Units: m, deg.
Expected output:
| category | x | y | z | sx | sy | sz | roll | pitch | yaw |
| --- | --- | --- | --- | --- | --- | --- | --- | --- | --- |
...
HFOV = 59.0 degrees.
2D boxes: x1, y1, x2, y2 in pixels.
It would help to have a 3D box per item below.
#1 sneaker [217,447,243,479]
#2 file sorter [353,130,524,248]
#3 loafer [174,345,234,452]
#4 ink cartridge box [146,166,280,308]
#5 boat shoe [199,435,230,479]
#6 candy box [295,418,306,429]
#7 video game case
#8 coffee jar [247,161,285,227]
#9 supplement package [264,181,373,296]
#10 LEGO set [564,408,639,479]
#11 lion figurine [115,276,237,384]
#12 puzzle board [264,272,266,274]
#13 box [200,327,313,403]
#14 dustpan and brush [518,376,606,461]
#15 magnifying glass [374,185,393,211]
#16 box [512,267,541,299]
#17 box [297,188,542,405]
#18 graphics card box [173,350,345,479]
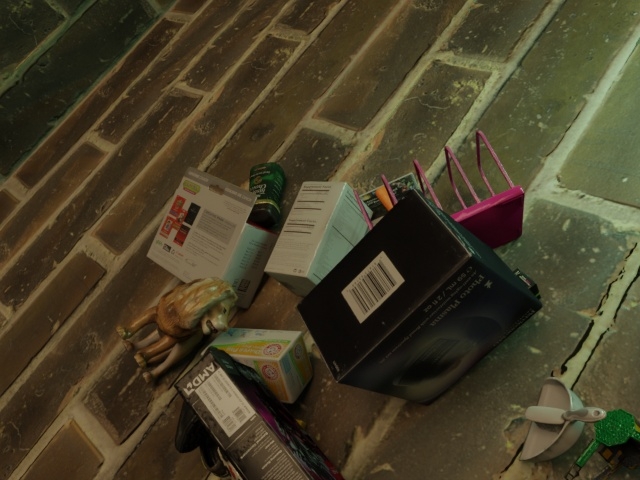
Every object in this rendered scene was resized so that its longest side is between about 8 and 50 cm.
| category | x | y | z | sx | sy | sz | roll | pitch | yaw |
| --- | --- | --- | --- | --- | --- | --- | --- | --- | --- |
| sneaker | -0.134 | 0.449 | 1.090 | 0.071 | 0.068 | 0.170 | -16 | 53 | -32 |
| file sorter | 0.235 | -0.062 | 1.155 | 0.290 | 0.202 | 0.182 | -25 | 63 | 7 |
| loafer | -0.243 | 0.324 | 1.153 | 0.078 | 0.076 | 0.223 | 27 | 96 | 40 |
| ink cartridge box | -0.266 | -0.015 | 1.446 | 0.309 | 0.130 | 0.272 | 26 | 92 | 39 |
| boat shoe | -0.227 | 0.395 | 1.217 | 0.081 | 0.069 | 0.228 | -32 | 47 | 7 |
| candy box | -0.108 | 0.454 | 1.134 | 0.105 | 0.027 | 0.206 | 1 | 58 | 33 |
| video game case | 0.158 | -0.063 | 1.364 | 0.190 | 0.022 | 0.173 | -24 | 49 | 14 |
| coffee jar | -0.154 | -0.121 | 1.545 | 0.096 | 0.079 | 0.184 | -11 | 53 | 19 |
| supplement package | 0.000 | 0.000 | 1.313 | 0.133 | 0.139 | 0.244 | 5 | 63 | 40 |
| LEGO set | 0.444 | 0.425 | 0.777 | 0.331 | 0.192 | 0.255 | -50 | 19 | -15 |
| lion figurine | -0.324 | 0.200 | 1.298 | 0.240 | 0.392 | 0.142 | -33 | 86 | -24 |
| puzzle board | -0.156 | 0.025 | 1.486 | 0.128 | 0.011 | 0.096 | 29 | 75 | 40 |
| box | -0.133 | 0.263 | 1.207 | 0.203 | 0.114 | 0.103 | -1 | 25 | 28 |
| dustpan and brush | 0.377 | 0.276 | 0.879 | 0.147 | 0.060 | 0.211 | -62 | 11 | -21 |
| magnifying glass | 0.196 | -0.037 | 1.287 | 0.092 | 0.026 | 0.231 | -37 | 59 | 5 |
| box | 0.371 | 0.106 | 1.089 | 0.083 | 0.062 | 0.052 | -38 | 46 | 2 |
| box | 0.179 | 0.116 | 0.991 | 0.296 | 0.294 | 0.183 | -47 | 47 | 16 |
| graphics card box | -0.072 | 0.365 | 0.967 | 0.094 | 0.233 | 0.371 | -44 | 67 | -5 |
